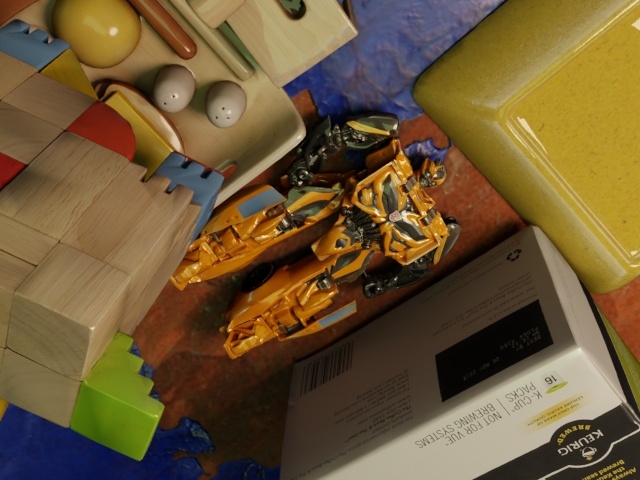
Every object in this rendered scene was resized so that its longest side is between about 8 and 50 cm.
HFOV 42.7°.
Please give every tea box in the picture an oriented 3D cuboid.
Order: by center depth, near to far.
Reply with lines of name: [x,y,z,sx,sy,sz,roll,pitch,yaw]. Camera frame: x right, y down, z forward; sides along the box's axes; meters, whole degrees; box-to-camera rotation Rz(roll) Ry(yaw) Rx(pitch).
tea box: [0.186,0.224,0.868,0.329,0.220,0.323,-32,113,20]

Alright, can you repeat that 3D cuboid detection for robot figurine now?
robot figurine: [0.000,0.000,0.837,0.291,0.085,0.211,-29,115,14]

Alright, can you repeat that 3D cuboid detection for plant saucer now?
plant saucer: [0.317,-0.125,0.778,0.333,0.081,0.333,-40,111,18]

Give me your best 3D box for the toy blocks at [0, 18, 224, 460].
toy blocks: [-0.233,-0.051,0.565,0.381,0.261,0.190,25,128,-1]

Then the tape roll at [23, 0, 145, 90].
tape roll: [-0.333,-0.258,0.711,0.392,0.072,0.392,0,117,0]

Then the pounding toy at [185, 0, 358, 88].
pounding toy: [-0.049,-0.223,0.654,0.094,0.206,0.181,-32,113,15]

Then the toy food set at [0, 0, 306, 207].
toy food set: [-0.192,-0.136,0.684,0.220,0.092,0.306,-36,113,16]
